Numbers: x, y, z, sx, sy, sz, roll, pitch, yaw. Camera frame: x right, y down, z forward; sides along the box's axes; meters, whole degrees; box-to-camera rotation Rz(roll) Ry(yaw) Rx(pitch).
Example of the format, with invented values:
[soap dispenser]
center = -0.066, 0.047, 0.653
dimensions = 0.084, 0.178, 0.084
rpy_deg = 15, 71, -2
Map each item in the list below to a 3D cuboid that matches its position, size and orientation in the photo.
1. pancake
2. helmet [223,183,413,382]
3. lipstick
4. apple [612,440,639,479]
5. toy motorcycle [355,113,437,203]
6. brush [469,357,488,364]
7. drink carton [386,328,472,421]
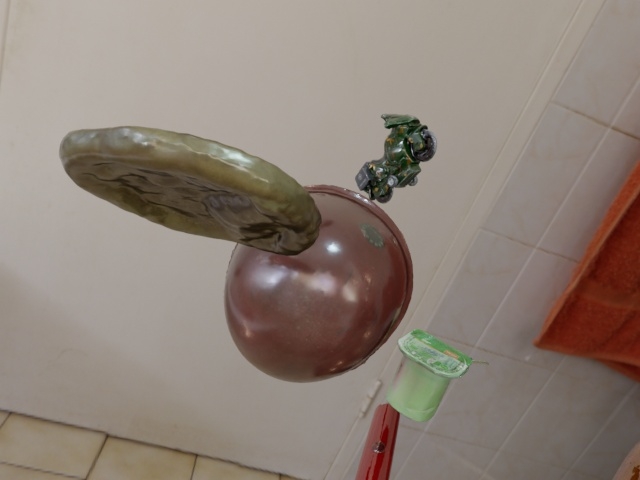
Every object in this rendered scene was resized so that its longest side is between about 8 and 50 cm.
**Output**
[pancake]
center = -0.130, -0.042, 0.533
dimensions = 0.295, 0.049, 0.294
rpy_deg = 14, -11, 3
[helmet]
center = -0.027, 0.100, 0.806
dimensions = 0.338, 0.384, 0.230
rpy_deg = 36, 11, 1
[lipstick]
center = 0.122, 0.475, 1.058
dimensions = 0.073, 0.073, 0.279
rpy_deg = 25, 30, 5
[apple]
center = 0.479, 0.319, 0.608
dimensions = 0.254, 0.346, 0.179
rpy_deg = 24, 23, -33
[toy motorcycle]
center = 0.187, -0.224, 1.283
dimensions = 0.125, 0.274, 0.187
rpy_deg = -7, 61, -36
[brush]
center = 0.432, 0.336, 1.366
dimensions = 0.016, 0.013, 0.084
rpy_deg = 42, -28, -25
[drink carton]
center = 0.216, 0.295, 1.044
dimensions = 0.146, 0.142, 0.144
rpy_deg = 30, 20, 28
